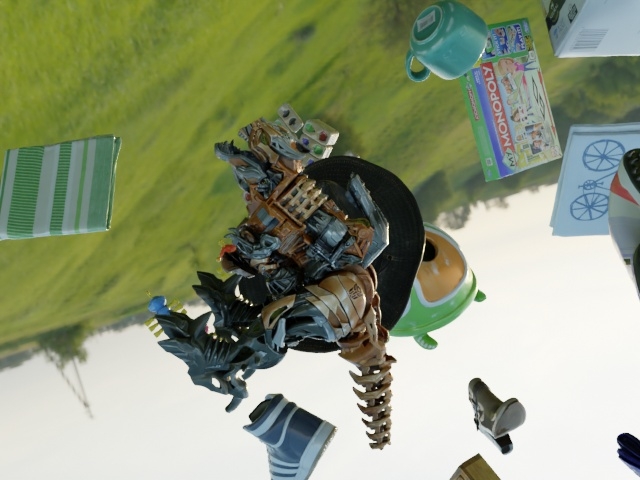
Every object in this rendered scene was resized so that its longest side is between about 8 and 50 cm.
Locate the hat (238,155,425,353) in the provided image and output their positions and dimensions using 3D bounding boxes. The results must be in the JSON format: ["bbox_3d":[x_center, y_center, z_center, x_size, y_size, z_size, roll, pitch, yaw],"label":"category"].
[{"bbox_3d":[0.000,0.000,1.300,0.331,0.331,0.134,-18,156,8],"label":"hat"}]

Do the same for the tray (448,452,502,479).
[{"bbox_3d":[0.330,0.682,1.938,0.076,0.203,0.411,-20,146,-34],"label":"tray"}]

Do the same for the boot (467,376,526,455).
[{"bbox_3d":[0.205,0.198,1.014,0.042,0.087,0.118,-14,134,-14],"label":"boot"}]

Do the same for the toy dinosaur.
[{"bbox_3d":[-0.023,0.054,0.798,0.218,0.322,0.164,-26,168,14],"label":"toy dinosaur"}]

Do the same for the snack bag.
[{"bbox_3d":[0.674,-0.124,1.783,0.342,0.037,0.323,-1,139,5],"label":"snack bag"}]

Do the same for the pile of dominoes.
[{"bbox_3d":[-0.054,-0.118,1.645,0.040,0.196,0.251,-19,139,-62],"label":"pile of dominoes"}]

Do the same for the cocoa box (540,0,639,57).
[{"bbox_3d":[0.601,-0.557,1.668,0.231,0.228,0.347,-4,156,-9],"label":"cocoa box"}]

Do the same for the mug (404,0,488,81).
[{"bbox_3d":[0.220,-0.364,1.557,0.097,0.158,0.129,25,-172,-36],"label":"mug"}]

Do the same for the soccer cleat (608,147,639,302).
[{"bbox_3d":[0.444,0.015,1.125,0.108,0.318,0.116,8,136,-1],"label":"soccer cleat"}]

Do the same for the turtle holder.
[{"bbox_3d":[0.174,0.061,1.787,0.243,0.227,0.320,-32,-155,-3],"label":"turtle holder"}]

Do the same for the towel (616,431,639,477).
[{"bbox_3d":[0.828,0.577,1.949,0.076,0.308,0.227,-52,-152,-2],"label":"towel"}]

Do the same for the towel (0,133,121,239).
[{"bbox_3d":[-0.632,-0.124,2.027,0.324,0.248,0.038,-5,160,19],"label":"towel"}]

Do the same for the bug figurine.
[{"bbox_3d":[-0.231,0.140,1.837,0.279,0.216,0.072,-35,-176,-4],"label":"bug figurine"}]

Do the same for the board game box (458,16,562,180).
[{"bbox_3d":[0.400,-0.306,1.819,0.213,0.317,0.046,-20,-174,-35],"label":"board game box"}]

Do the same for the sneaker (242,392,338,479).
[{"bbox_3d":[-0.077,0.391,1.589,0.099,0.153,0.282,-51,169,-45],"label":"sneaker"}]
